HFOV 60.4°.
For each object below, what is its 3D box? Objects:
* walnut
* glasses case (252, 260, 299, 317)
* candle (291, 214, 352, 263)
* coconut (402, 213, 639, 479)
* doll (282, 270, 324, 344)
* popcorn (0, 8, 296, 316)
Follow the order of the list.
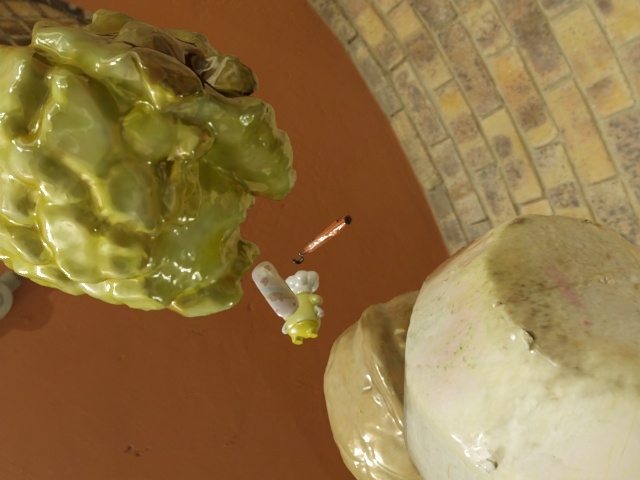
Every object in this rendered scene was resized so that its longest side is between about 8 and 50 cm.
[{"bbox_3d":[0.181,0.266,0.972,0.381,0.381,0.381,11,-111,-31],"label":"walnut"},{"bbox_3d":[-0.057,0.061,0.694,0.083,0.032,0.021,52,-173,29],"label":"glasses case"},{"bbox_3d":[0.001,-0.001,0.987,0.021,0.167,0.026,19,-127,-30],"label":"candle"},{"bbox_3d":[0.250,0.157,0.567,0.352,0.352,0.353,11,-111,-31],"label":"coconut"},{"bbox_3d":[-0.037,0.134,1.148,0.062,0.106,0.162,37,-144,-40],"label":"doll"},{"bbox_3d":[-0.156,-0.069,0.485,0.293,0.293,0.237,5,-71,-33],"label":"popcorn"}]
